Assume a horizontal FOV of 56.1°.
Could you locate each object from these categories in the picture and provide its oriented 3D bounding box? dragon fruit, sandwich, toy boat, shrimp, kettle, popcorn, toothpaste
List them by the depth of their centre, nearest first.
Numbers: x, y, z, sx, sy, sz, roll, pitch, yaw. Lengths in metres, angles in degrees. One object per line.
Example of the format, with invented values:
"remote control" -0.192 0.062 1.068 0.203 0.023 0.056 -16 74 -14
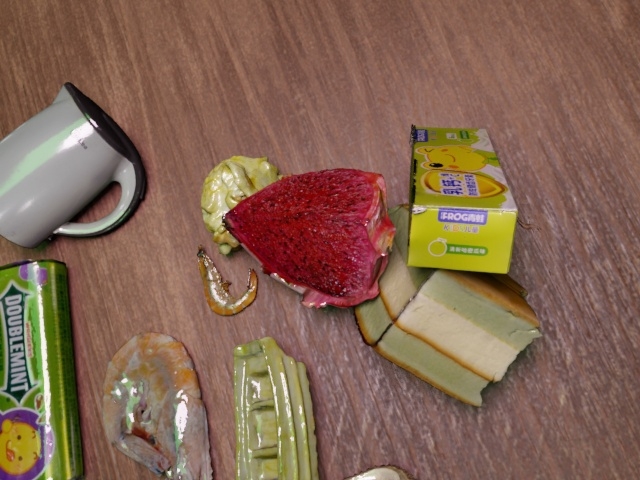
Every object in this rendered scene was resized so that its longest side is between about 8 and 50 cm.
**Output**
"toothpaste" 0.166 -0.068 0.760 0.110 0.327 0.077 5 116 7
"dragon fruit" 0.008 -0.001 0.807 0.274 0.161 0.126 4 36 41
"sandwich" 0.163 0.078 0.816 0.198 0.227 0.155 30 109 -18
"toy boat" -0.065 0.277 0.838 0.111 0.084 0.276 -23 65 44
"shrimp" -0.244 0.291 0.903 0.164 0.062 0.317 -25 71 10
"popcorn" -0.114 -0.061 0.917 0.141 0.162 0.135 -20 38 -16
"shrimp" -0.151 0.053 0.945 0.091 0.025 0.127 -31 79 4
"kettle" -0.409 -0.101 0.974 0.236 0.161 0.221 -40 102 0

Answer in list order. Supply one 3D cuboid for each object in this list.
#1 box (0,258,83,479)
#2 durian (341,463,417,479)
"box" -0.456 0.205 0.941 0.134 0.097 0.346 -12 77 10
"durian" 0.049 0.372 0.798 0.188 0.148 0.091 -8 105 32
